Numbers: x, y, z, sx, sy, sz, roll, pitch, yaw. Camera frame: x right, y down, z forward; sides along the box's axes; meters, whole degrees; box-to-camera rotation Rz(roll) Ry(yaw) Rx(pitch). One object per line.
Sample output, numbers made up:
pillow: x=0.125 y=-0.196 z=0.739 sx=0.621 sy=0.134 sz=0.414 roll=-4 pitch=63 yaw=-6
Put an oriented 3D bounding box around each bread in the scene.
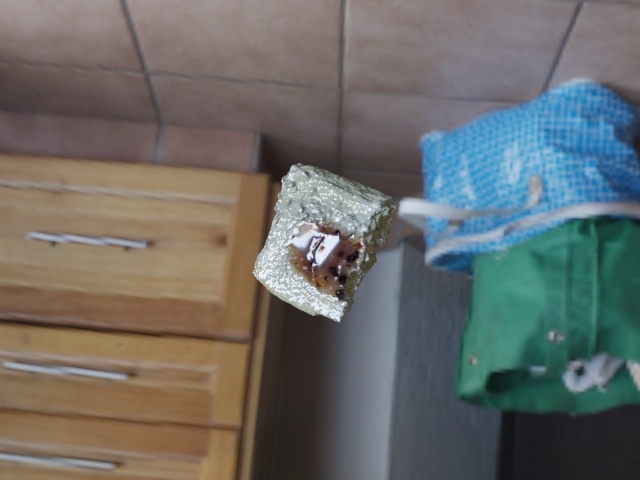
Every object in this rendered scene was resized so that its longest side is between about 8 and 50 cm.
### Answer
bread: x=0.000 y=0.000 z=0.673 sx=0.070 sy=0.083 sz=0.035 roll=27 pitch=-168 yaw=18
